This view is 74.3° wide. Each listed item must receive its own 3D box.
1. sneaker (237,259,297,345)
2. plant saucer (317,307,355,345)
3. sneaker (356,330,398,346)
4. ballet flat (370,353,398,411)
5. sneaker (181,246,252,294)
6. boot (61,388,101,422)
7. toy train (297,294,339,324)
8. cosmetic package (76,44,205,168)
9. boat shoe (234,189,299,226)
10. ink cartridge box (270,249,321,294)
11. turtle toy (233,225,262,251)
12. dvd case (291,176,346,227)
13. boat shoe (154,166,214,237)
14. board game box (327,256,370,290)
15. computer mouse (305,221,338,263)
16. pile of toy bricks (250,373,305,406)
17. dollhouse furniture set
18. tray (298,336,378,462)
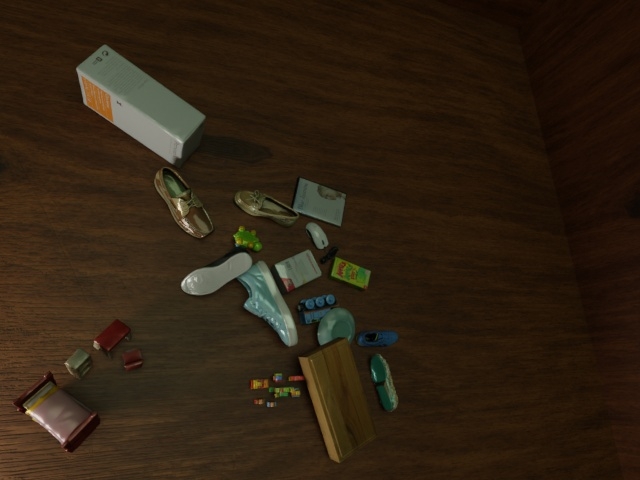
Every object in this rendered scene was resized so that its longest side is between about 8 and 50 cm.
[{"bbox_3d":[-0.220,0.268,1.672,0.150,0.135,0.366,-23,74,-20],"label":"sneaker"},{"bbox_3d":[0.079,0.381,1.765,0.195,0.037,0.195,-2,93,-33],"label":"plant saucer"},{"bbox_3d":[0.261,0.426,1.839,0.209,0.082,0.069,3,69,-24],"label":"sneaker"},{"bbox_3d":[0.272,0.600,1.796,0.077,0.091,0.241,1,74,-54],"label":"ballet flat"},{"bbox_3d":[-0.397,0.119,1.662,0.295,0.147,0.105,-26,102,2],"label":"sneaker"},{"bbox_3d":[-0.806,0.561,1.354,0.190,0.069,0.086,36,67,2],"label":"boot"},{"bbox_3d":[-0.008,0.290,1.776,0.184,0.080,0.105,-8,85,-27],"label":"toy train"},{"bbox_3d":[-0.699,-0.516,1.670,0.453,0.230,0.161,34,63,-8],"label":"cosmetic package"},{"bbox_3d":[-0.229,-0.151,1.822,0.285,0.089,0.105,20,66,-15],"label":"boat shoe"},{"bbox_3d":[-0.103,0.133,1.788,0.175,0.072,0.127,-23,82,-28],"label":"ink cartridge box"},{"bbox_3d":[-0.301,0.004,1.751,0.130,0.066,0.095,22,42,-17],"label":"turtle toy"},{"bbox_3d":[-0.004,-0.180,1.966,0.253,0.022,0.180,17,67,-17],"label":"dvd case"},{"bbox_3d":[-0.544,-0.153,1.672,0.122,0.120,0.324,-40,91,-28],"label":"boat shoe"},{"bbox_3d":[0.130,0.152,1.897,0.181,0.043,0.092,22,66,-15],"label":"board game box"},{"bbox_3d":[0.000,0.000,1.895,0.106,0.042,0.193,-32,87,-27],"label":"computer mouse"},{"bbox_3d":[-0.151,0.566,1.602,0.212,0.105,0.118,3,72,-22],"label":"pile of toy bricks"},{"bbox_3d":[-0.713,0.435,1.328,0.201,0.152,0.374,36,51,3],"label":"dollhouse furniture set"},{"bbox_3d":[0.073,0.612,1.651,0.202,0.076,0.411,-17,90,-33],"label":"tray"}]
